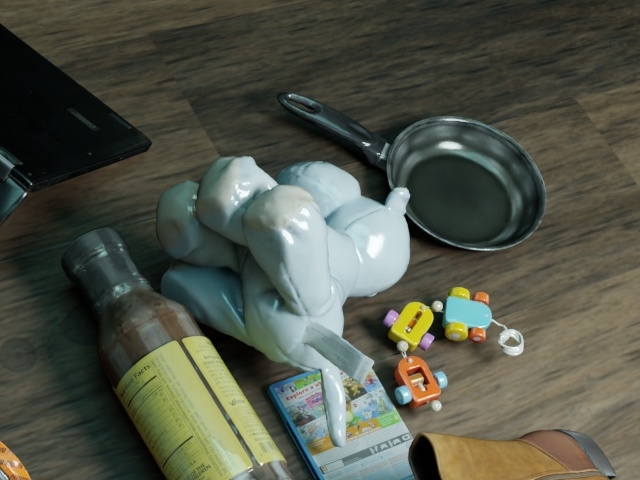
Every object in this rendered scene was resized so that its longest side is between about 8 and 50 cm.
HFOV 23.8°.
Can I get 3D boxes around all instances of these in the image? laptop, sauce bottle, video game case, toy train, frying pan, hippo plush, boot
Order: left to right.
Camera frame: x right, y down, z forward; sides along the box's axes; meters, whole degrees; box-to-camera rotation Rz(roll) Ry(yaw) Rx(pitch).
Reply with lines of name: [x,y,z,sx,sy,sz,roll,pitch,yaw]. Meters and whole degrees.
laptop: [-0.468,-0.095,1.629,0.382,0.236,0.408,38,24,10]
sauce bottle: [-0.147,0.137,1.508,0.111,0.111,0.344,-19,63,-29]
hippo plush: [0.000,0.000,1.575,0.294,0.234,0.236,35,46,20]
video game case: [0.033,0.204,1.580,0.119,0.015,0.166,-17,62,-27]
frying pan: [0.107,-0.069,1.781,0.326,0.053,0.197,5,54,-13]
toy train: [0.133,0.121,1.658,0.166,0.046,0.125,-22,66,-27]
boot: [0.239,0.285,1.460,0.280,0.096,0.264,8,46,-52]

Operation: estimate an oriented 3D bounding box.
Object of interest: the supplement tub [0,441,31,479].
supplement tub: [-0.351,0.260,1.345,0.117,0.117,0.190,38,52,10]
